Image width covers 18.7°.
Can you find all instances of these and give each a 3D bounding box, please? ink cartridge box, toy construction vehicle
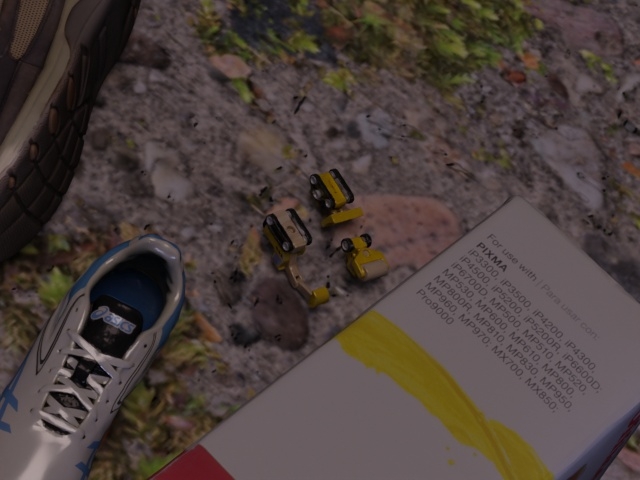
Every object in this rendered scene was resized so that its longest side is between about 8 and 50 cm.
[{"bbox_3d":[0.021,0.182,1.216,0.160,0.279,0.384,44,57,15],"label":"ink cartridge box"},{"bbox_3d":[0.000,0.000,1.485,0.086,0.035,0.098,-19,67,-38],"label":"toy construction vehicle"}]

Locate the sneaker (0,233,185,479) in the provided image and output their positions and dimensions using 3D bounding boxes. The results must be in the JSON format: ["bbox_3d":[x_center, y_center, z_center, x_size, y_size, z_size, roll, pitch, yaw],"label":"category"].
[{"bbox_3d":[-0.165,0.090,1.343,0.085,0.086,0.237,27,56,0],"label":"sneaker"}]

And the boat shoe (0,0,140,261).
[{"bbox_3d":[-0.234,-0.124,1.451,0.130,0.132,0.355,14,46,5],"label":"boat shoe"}]
